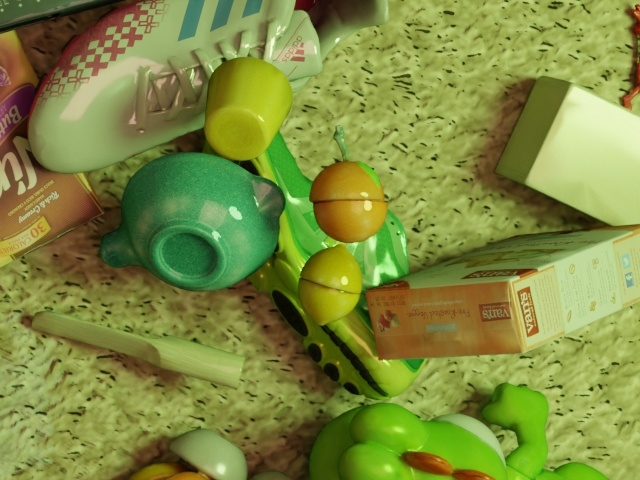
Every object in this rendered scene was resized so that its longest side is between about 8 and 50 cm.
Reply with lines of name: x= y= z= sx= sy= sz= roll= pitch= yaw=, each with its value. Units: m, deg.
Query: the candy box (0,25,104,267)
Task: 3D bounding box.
candy box: x=-0.272 y=-0.081 z=1.648 sx=0.109 sy=0.053 sz=0.186 roll=-29 pitch=103 yaw=-15

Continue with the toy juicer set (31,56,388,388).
toy juicer set: x=-0.072 y=0.008 z=1.639 sx=0.209 sy=0.089 sz=0.329 roll=32 pitch=126 yaw=-14

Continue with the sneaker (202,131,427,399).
sneaker: x=0.000 y=0.000 z=1.725 sx=0.123 sy=0.109 sz=0.295 roll=-41 pitch=103 yaw=-34

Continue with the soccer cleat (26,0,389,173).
soccer cleat: x=-0.087 y=-0.153 z=1.620 sx=0.331 sy=0.143 sz=0.116 roll=-36 pitch=133 yaw=-23

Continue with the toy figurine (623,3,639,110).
toy figurine: x=0.483 y=-0.161 z=1.794 sx=0.362 sy=0.217 sz=0.191 roll=17 pitch=88 yaw=-17

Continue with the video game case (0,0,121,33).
video game case: x=-0.307 y=-0.258 z=1.615 sx=0.274 sy=0.026 sz=0.196 roll=-17 pitch=82 yaw=-15

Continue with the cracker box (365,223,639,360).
cracker box: x=0.171 y=0.042 z=1.690 sx=0.232 sy=0.156 sz=0.067 roll=-19 pitch=100 yaw=-48

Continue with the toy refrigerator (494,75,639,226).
toy refrigerator: x=0.306 y=-0.050 z=1.812 sx=0.269 sy=0.094 sz=0.102 roll=23 pitch=93 yaw=-17

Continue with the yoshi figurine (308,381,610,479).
yoshi figurine: x=0.133 y=0.233 z=1.752 sx=0.362 sy=0.203 sz=0.203 roll=31 pitch=124 yaw=-33

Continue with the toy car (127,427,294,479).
toy car: x=-0.085 y=0.260 z=1.682 sx=0.182 sy=0.136 sz=0.159 roll=33 pitch=83 yaw=-16
